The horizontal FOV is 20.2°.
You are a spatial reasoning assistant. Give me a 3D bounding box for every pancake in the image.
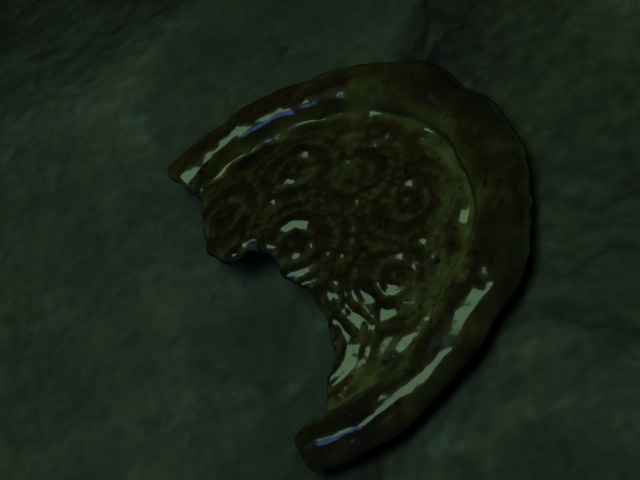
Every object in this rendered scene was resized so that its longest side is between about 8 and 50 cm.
[{"bbox_3d":[0.000,0.000,0.725,0.190,0.020,0.184,12,66,39],"label":"pancake"}]
